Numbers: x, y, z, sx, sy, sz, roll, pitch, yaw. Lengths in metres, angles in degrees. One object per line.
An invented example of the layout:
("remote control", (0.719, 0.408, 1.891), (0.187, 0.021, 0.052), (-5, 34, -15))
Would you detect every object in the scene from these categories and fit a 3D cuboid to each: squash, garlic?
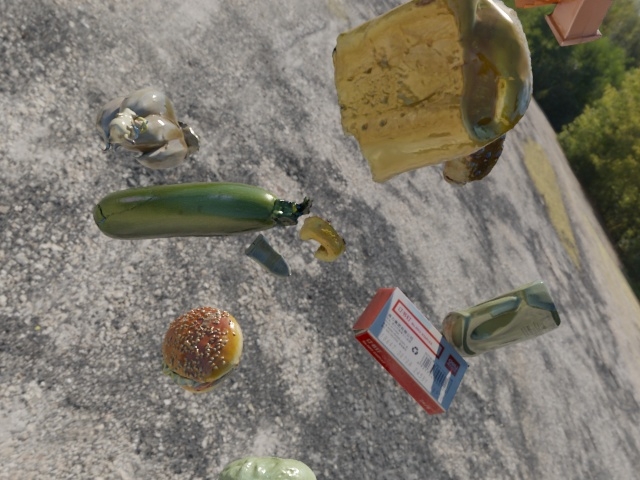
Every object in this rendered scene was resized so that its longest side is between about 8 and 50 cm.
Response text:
("squash", (-0.176, -0.043, 0.743), (0.087, 0.331, 0.087), (-1, 90, -85))
("garlic", (-0.486, -0.296, 1.398), (0.291, 0.210, 0.238), (-1, 74, -59))

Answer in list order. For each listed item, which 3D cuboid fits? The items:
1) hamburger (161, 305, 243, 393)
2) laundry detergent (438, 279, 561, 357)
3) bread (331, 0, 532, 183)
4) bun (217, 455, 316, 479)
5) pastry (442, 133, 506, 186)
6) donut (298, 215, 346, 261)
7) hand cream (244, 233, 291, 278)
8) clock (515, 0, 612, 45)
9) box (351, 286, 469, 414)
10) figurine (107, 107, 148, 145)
("hamburger", (-0.311, 0.287, 1.356), (0.147, 0.236, 0.237), (59, 10, -68))
("laundry detergent", (0.344, 0.169, 1.032), (0.181, 0.253, 0.091), (39, 32, -55))
("bread", (0.257, -0.338, 1.120), (0.250, 0.394, 0.362), (-13, 93, -51))
("bun", (-0.114, 0.517, 1.072), (0.221, 0.221, 0.108), (34, 34, -36))
("pastry", (0.463, -0.260, 1.522), (0.100, 0.229, 0.218), (37, 14, 33))
("donut", (0.009, 0.002, 1.745), (0.078, 0.146, 0.181), (-49, 124, -31))
("hand cream", (-0.113, 0.043, 1.157), (0.037, 0.057, 0.165), (33, -10, 38))
("clock", (0.259, -0.331, 0.458), (0.255, 0.106, 0.220), (82, -3, -64))
("box", (0.172, 0.205, 0.960), (0.229, 0.050, 0.123), (46, 52, -7))
("figurine", (-0.333, -0.195, 0.889), (0.050, 0.047, 0.083), (22, 45, -7))
